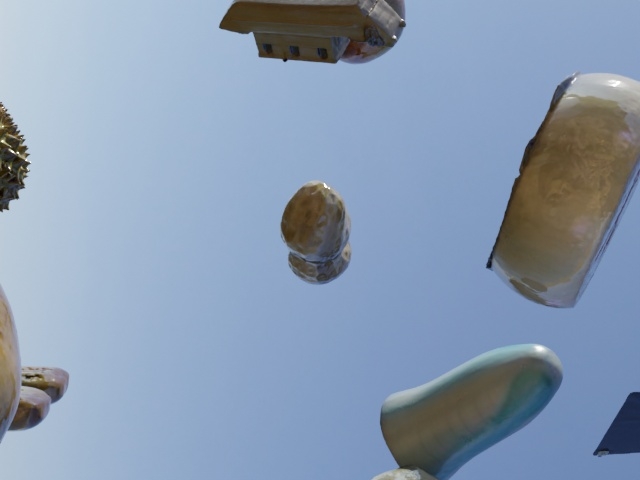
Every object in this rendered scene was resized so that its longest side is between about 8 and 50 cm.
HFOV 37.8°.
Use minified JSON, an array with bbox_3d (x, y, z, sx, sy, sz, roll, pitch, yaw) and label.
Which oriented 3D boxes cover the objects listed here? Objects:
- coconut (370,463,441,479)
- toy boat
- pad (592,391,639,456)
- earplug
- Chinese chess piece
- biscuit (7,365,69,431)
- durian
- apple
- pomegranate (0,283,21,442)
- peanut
[{"bbox_3d":[0.162,0.488,1.547,0.202,0.222,0.202,-54,-170,15],"label":"coconut"},{"bbox_3d":[-0.010,-0.224,0.973,0.077,0.200,0.057,74,34,-45],"label":"toy boat"},{"bbox_3d":[0.487,0.274,1.393,0.193,0.116,0.004,96,-9,-49],"label":"pad"},{"bbox_3d":[0.281,0.279,1.623,0.324,0.185,0.185,-38,-130,30],"label":"earplug"},{"bbox_3d":[0.361,-0.070,1.314,0.140,0.338,0.338,25,-59,19],"label":"Chinese chess piece"},{"bbox_3d":[-0.521,0.220,1.336,0.237,0.291,0.062,-150,-117,-82],"label":"biscuit"},{"bbox_3d":[-0.523,-0.113,1.412,0.132,0.182,0.165,29,-44,32],"label":"durian"},{"bbox_3d":[0.053,-0.289,1.207,0.126,0.102,0.126,25,-56,44],"label":"apple"},{"bbox_3d":[-0.262,0.069,0.533,0.191,0.191,0.191,-179,-90,-67],"label":"pomegranate"},{"bbox_3d":[-0.001,-0.001,1.263,0.086,0.104,0.228,33,-21,18],"label":"peanut"}]
